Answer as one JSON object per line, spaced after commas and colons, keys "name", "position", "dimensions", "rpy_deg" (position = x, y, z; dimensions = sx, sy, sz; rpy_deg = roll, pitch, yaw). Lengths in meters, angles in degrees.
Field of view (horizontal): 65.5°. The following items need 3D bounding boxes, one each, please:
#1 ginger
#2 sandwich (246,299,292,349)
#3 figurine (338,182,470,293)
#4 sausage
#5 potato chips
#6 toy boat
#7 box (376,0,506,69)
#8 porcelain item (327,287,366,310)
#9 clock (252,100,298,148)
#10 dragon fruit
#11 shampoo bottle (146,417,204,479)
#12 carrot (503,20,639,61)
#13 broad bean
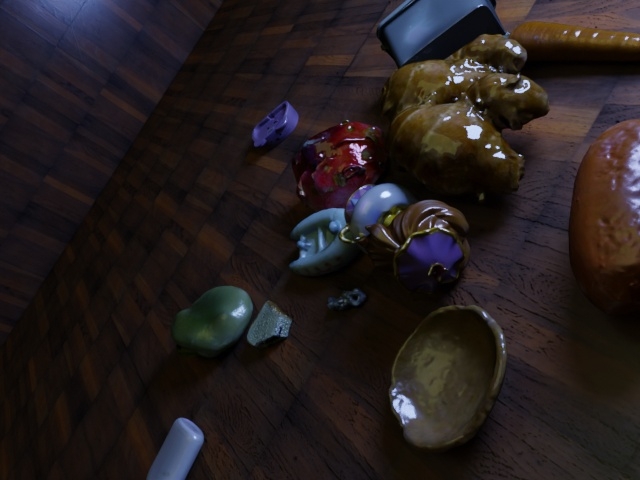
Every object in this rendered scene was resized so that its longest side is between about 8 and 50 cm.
{"name": "ginger", "position": [0.244, -0.212, 0.873], "dimensions": [0.274, 0.152, 0.358], "rpy_deg": [-20, 48, 23]}
{"name": "sandwich", "position": [-0.111, 0.191, 1.056], "dimensions": [0.105, 0.035, 0.093], "rpy_deg": [-55, 38, 3]}
{"name": "figurine", "position": [0.141, -0.009, 0.832], "dimensions": [0.189, 0.142, 0.263], "rpy_deg": [-25, 31, -15]}
{"name": "sausage", "position": [0.375, -0.034, 0.609], "dimensions": [0.133, 0.133, 0.259], "rpy_deg": [-6, 61, 46]}
{"name": "potato chips", "position": [0.185, 0.195, 0.702], "dimensions": [0.195, 0.061, 0.208], "rpy_deg": [-15, 54, 48]}
{"name": "toy boat", "position": [0.000, 0.000, 1.026], "dimensions": [0.207, 0.078, 0.134], "rpy_deg": [-16, 61, 44]}
{"name": "box", "position": [0.251, -0.419, 1.014], "dimensions": [0.243, 0.163, 0.135], "rpy_deg": [-31, 52, 28]}
{"name": "porcelain item", "position": [0.051, 0.112, 0.943], "dimensions": [0.083, 0.028, 0.036], "rpy_deg": [-19, 67, 37]}
{"name": "clock", "position": [-0.130, -0.323, 1.447], "dimensions": [0.152, 0.050, 0.110], "rpy_deg": [-33, 42, 28]}
{"name": "dragon fruit", "position": [0.031, -0.149, 1.074], "dimensions": [0.274, 0.126, 0.161], "rpy_deg": [-32, 43, 30]}
{"name": "shampoo bottle", "position": [-0.326, 0.498, 1.056], "dimensions": [0.108, 0.051, 0.221], "rpy_deg": [15, 75, 49]}
{"name": "carrot", "position": [0.432, -0.324, 0.816], "dimensions": [0.336, 0.069, 0.069], "rpy_deg": [31, 88, 50]}
{"name": "broad bean", "position": [-0.257, 0.196, 1.168], "dimensions": [0.228, 0.100, 0.169], "rpy_deg": [-44, 45, 14]}
